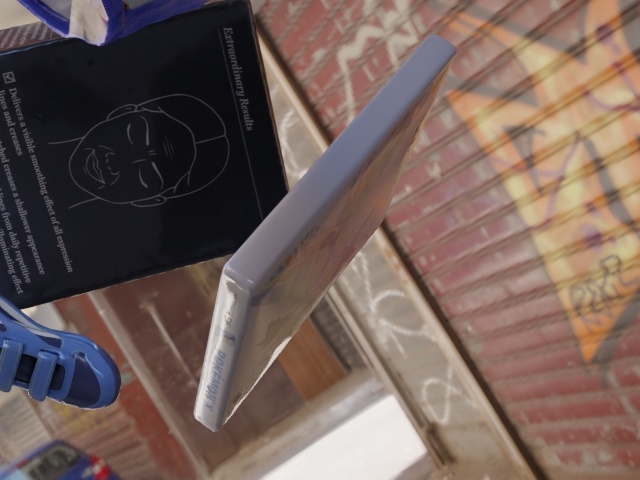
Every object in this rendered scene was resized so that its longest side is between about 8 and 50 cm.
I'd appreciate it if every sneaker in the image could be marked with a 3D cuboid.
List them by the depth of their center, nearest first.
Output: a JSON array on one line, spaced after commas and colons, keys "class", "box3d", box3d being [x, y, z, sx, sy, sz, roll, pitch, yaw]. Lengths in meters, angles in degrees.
[{"class": "sneaker", "box3d": [-0.212, 0.086, 0.695, 0.059, 0.144, 0.053, -41, -28, -70]}]

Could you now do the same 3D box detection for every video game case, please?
[{"class": "video game case", "box3d": [0.000, 0.000, 0.925, 0.329, 0.036, 0.300, -50, -11, -32]}]

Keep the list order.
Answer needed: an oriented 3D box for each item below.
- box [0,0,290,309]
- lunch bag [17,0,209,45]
[{"class": "box", "box3d": [-0.256, -0.119, 1.173, 0.395, 0.293, 0.212, -14, 23, -7]}, {"class": "lunch bag", "box3d": [-0.172, -0.372, 0.829, 0.328, 0.385, 0.239, -36, -11, -30]}]
